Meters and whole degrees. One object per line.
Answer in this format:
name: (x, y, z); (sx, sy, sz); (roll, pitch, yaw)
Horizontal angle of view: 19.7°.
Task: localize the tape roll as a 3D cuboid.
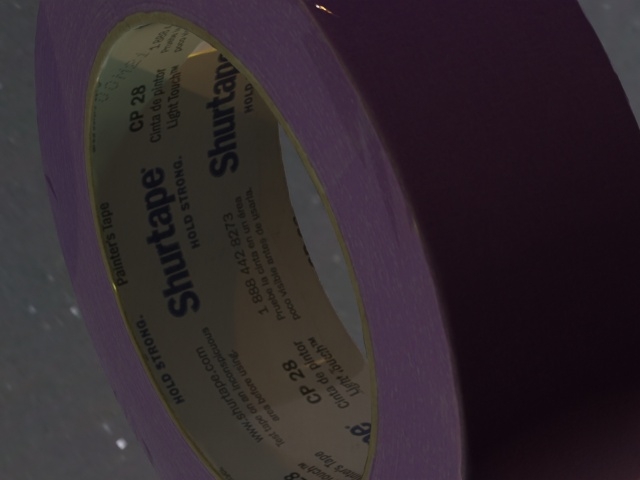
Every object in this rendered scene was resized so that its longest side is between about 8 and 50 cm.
tape roll: (0.000, 0.000, 0.652); (0.090, 0.275, 0.275); (-21, -61, -29)
